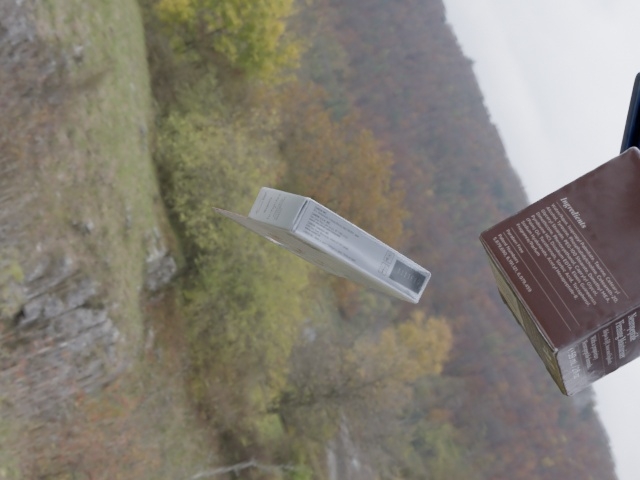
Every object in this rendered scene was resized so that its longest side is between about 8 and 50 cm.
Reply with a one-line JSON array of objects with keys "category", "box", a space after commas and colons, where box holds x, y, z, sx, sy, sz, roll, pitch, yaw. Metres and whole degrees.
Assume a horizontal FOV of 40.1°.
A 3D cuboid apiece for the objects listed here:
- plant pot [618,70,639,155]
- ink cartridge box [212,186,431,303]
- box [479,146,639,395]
[{"category": "plant pot", "box": [0.524, -0.115, 1.142, 0.212, 0.235, 0.236, -122, -155, -53]}, {"category": "ink cartridge box", "box": [0.000, 0.000, 1.366, 0.275, 0.060, 0.239, 30, -7, -35]}, {"category": "box", "box": [0.317, 0.040, 0.998, 0.167, 0.203, 0.168, 63, 5, 33]}]
